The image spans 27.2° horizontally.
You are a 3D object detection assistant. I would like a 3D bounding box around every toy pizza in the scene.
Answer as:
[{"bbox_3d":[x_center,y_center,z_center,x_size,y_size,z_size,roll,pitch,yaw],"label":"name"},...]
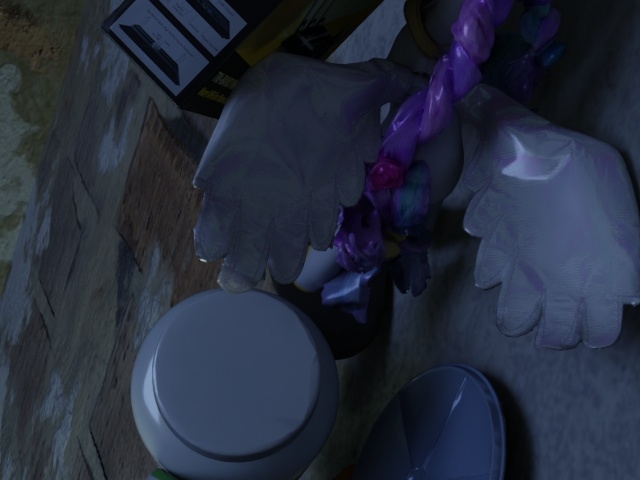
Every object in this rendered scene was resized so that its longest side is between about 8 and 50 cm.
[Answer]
[{"bbox_3d":[0.084,0.192,1.017,0.201,0.032,0.201,-45,32,39],"label":"toy pizza"}]

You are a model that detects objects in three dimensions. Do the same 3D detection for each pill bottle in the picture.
[{"bbox_3d":[-0.072,0.132,1.104,0.301,0.169,0.169,105,171,-74],"label":"pill bottle"}]

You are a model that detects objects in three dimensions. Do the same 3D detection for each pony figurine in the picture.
[{"bbox_3d":[0.069,-0.075,0.975,0.363,0.303,0.351,120,163,-66],"label":"pony figurine"}]

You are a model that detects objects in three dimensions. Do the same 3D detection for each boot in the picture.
[{"bbox_3d":[0.000,0.000,1.284,0.115,0.112,0.305,83,174,-53],"label":"boot"}]

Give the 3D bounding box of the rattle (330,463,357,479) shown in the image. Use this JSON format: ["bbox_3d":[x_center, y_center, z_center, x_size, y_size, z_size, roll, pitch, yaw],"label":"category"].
[{"bbox_3d":[-0.021,0.260,1.203,0.199,0.130,0.142,89,-161,-78],"label":"rattle"}]

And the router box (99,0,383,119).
[{"bbox_3d":[-0.016,-0.200,0.989,0.243,0.081,0.309,-45,-3,7],"label":"router box"}]

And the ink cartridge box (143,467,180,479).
[{"bbox_3d":[-0.044,0.317,0.965,0.117,0.278,0.201,-43,17,-18],"label":"ink cartridge box"}]
